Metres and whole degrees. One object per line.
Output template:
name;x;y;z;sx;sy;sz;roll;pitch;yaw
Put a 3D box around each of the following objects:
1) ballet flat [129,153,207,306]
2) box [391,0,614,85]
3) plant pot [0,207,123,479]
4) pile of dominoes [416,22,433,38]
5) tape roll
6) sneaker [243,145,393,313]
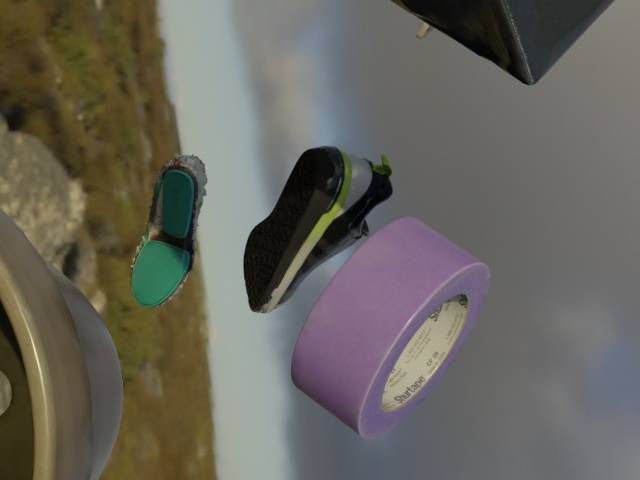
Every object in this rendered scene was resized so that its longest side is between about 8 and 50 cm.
ballet flat;-0.202;-0.015;1.724;0.077;0.091;0.241;-63;176;-61
box;0.067;-0.340;0.778;0.395;0.293;0.212;40;-7;34
plant pot;-0.255;0.103;0.730;0.280;0.323;0.323;12;69;-79
pile of dominoes;0.235;-0.366;1.628;0.251;0.040;0.196;-45;171;-51
tape roll;0.064;0.078;1.103;0.080;0.189;0.189;35;-30;24
sneaker;0.000;0.000;1.199;0.234;0.097;0.084;126;-38;-47
